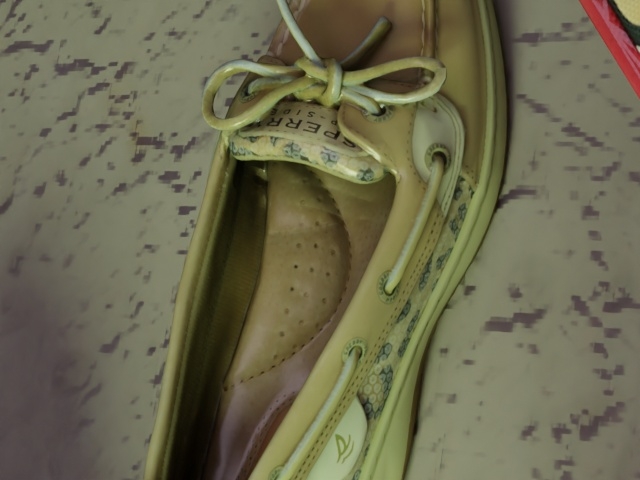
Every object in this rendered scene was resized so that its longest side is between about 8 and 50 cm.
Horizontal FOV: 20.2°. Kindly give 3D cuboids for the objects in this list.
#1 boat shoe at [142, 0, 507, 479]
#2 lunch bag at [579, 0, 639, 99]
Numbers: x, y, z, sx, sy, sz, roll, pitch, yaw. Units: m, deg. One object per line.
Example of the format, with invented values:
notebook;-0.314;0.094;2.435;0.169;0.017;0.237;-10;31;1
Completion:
boat shoe;0.000;0.000;0.690;0.104;0.089;0.285;4;78;31
lunch bag;0.177;-0.015;0.476;0.120;0.293;0.258;-34;67;20
